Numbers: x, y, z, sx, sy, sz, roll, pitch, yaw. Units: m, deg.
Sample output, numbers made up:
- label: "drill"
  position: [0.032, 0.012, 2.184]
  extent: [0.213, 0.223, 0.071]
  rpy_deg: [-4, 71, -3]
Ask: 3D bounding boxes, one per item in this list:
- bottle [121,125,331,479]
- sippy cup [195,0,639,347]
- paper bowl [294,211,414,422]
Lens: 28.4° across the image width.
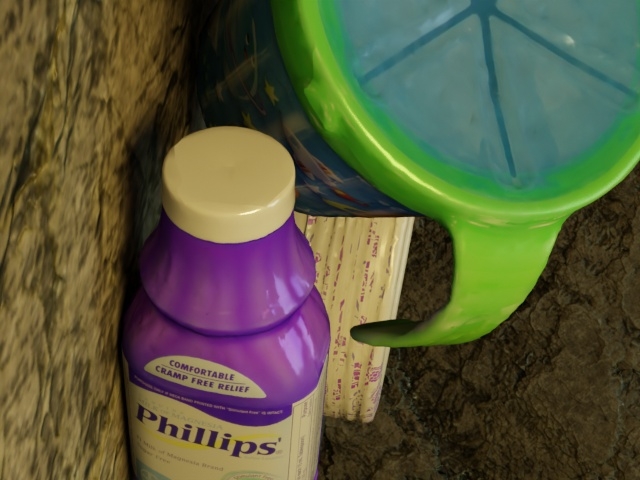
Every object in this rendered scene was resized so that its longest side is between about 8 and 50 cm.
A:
- label: "bottle"
  position: [-0.053, 0.062, 0.720]
  extent: [0.282, 0.118, 0.092]
  rpy_deg: [96, 9, -46]
- label: "sippy cup"
  position: [0.041, -0.110, 0.725]
  extent: [0.224, 0.240, 0.305]
  rpy_deg: [-14, -137, 62]
- label: "paper bowl"
  position: [0.000, 0.000, 1.044]
  extent: [0.284, 0.148, 0.284]
  rpy_deg: [9, 90, -86]
